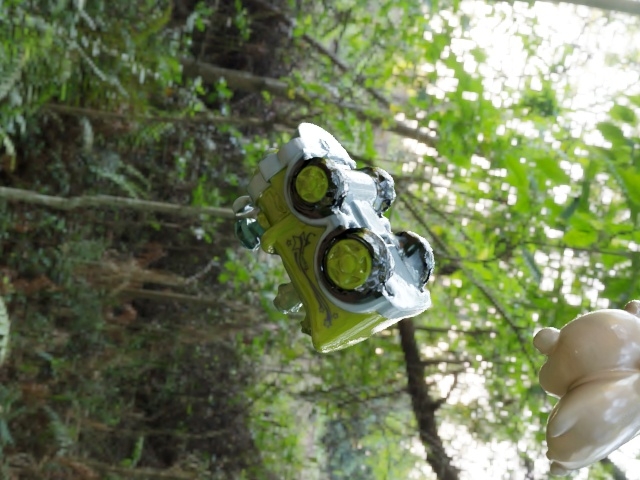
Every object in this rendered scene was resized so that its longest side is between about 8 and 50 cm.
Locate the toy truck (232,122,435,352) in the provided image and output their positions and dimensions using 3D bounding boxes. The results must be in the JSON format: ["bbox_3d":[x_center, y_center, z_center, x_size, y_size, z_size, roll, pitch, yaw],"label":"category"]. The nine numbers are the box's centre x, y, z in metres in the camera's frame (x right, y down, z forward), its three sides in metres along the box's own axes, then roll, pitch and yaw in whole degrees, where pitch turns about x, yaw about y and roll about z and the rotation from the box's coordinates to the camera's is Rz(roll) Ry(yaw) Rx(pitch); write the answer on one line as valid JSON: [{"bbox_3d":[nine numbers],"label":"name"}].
[{"bbox_3d":[0.000,0.000,0.442,0.111,0.077,0.076,61,23,15],"label":"toy truck"}]

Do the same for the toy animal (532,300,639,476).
[{"bbox_3d":[0.163,0.087,0.541,0.082,0.114,0.091,53,-22,23],"label":"toy animal"}]
